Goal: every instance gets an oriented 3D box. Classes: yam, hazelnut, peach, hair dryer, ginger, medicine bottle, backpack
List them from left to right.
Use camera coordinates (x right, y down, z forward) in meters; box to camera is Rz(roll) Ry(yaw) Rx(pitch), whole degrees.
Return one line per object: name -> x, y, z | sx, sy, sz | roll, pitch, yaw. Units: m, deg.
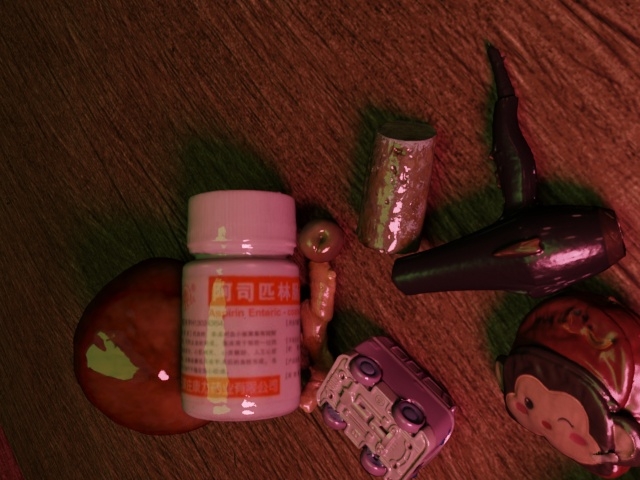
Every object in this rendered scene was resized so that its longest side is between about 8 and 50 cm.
hazelnut -> -0.337, 0.214, 1.174 | 0.365, 0.365, 0.366 | 8, 102, 38
medicine bottle -> -0.137, 0.109, 1.003 | 0.211, 0.211, 0.372 | -5, 83, 39
ginger -> -0.011, 0.170, 1.049 | 0.089, 0.075, 0.288 | 11, 101, 34
peach -> 0.002, 0.000, 1.004 | 0.083, 0.083, 0.083 | 8, 102, 38
yam -> 0.118, -0.086, 0.879 | 0.107, 0.107, 0.194 | 19, 108, 35
hair dryer -> 0.232, -0.094, 0.796 | 0.303, 0.120, 0.360 | -11, 79, 32
backpack -> 0.340, 0.170, 0.730 | 0.229, 0.138, 0.230 | 17, 111, 55

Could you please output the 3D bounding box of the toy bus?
toy bus -> 0.111, 0.267, 0.919 | 0.202, 0.142, 0.142 | 44, 122, 26
